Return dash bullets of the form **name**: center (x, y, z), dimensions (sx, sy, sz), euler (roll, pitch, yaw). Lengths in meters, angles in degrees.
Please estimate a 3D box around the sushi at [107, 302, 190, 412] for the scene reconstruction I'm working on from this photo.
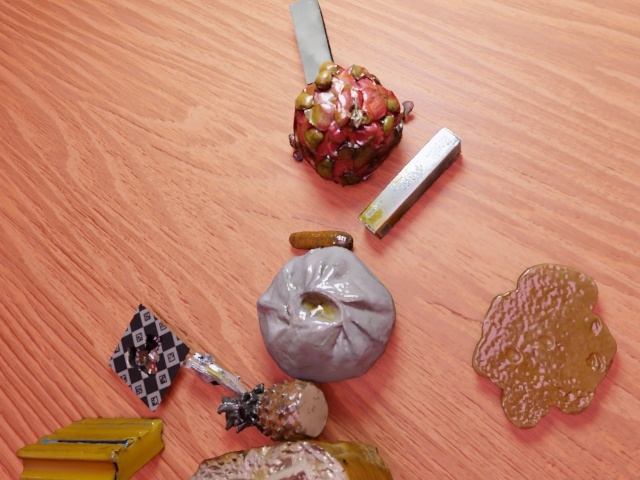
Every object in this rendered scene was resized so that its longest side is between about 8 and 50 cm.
- **sushi**: center (-0.492, 0.338, 1.205), dimensions (0.231, 0.047, 0.220), euler (33, 96, 23)

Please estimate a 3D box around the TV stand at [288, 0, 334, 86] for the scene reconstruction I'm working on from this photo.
- **TV stand**: center (-0.017, -0.564, 1.197), dimensions (0.088, 0.083, 0.269), euler (-14, 76, 12)

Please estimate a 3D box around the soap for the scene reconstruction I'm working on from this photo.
- **soap**: center (-0.615, 0.572, 1.121), dimensions (0.324, 0.204, 0.096), euler (-7, 90, 17)

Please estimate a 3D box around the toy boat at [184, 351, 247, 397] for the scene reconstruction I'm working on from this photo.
- **toy boat**: center (-0.273, 0.375, 1.121), dimensions (0.210, 0.084, 0.066), euler (31, 68, 11)

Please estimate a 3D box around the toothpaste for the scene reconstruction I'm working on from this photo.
- **toothpaste**: center (0.231, -0.141, 1.046), dimensions (0.313, 0.089, 0.071), euler (-47, 66, 5)

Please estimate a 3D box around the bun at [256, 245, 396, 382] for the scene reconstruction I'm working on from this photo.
- **bun**: center (0.000, 0.185, 1.003), dimensions (0.354, 0.194, 0.354), euler (-3, 78, 16)

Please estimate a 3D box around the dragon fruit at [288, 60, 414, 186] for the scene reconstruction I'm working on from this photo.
- **dragon fruit**: center (0.050, -0.323, 1.039), dimensions (0.296, 0.263, 0.314), euler (42, 94, 19)

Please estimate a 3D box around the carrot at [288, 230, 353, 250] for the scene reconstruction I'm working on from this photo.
- **carrot**: center (0.000, 0.000, 1.109), dimensions (0.186, 0.060, 0.060), euler (4, 82, 23)

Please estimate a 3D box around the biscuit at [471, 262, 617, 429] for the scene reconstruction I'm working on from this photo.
- **biscuit**: center (0.497, 0.236, 0.920), dimensions (0.269, 0.051, 0.376), euler (19, 87, 16)

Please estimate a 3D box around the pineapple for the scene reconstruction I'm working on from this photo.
- **pineapple**: center (-0.123, 0.424, 1.005), dimensions (0.310, 0.170, 0.141), euler (-20, 56, 37)

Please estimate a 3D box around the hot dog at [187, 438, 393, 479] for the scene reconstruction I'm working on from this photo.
- **hot dog**: center (-0.032, 0.532, 0.862), dimensions (0.367, 0.365, 0.196), euler (-20, 60, 23)
